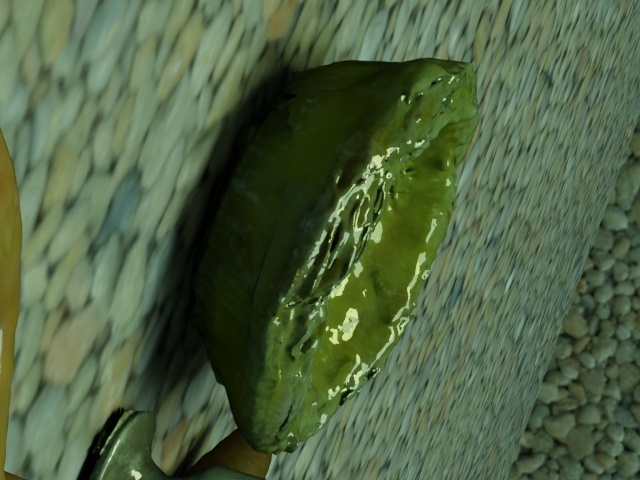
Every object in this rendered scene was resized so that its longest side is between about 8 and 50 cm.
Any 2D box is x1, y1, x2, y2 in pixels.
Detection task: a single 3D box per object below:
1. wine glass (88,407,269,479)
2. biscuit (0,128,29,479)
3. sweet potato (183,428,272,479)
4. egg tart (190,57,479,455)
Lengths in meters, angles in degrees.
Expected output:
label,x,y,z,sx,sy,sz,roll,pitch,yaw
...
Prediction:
label,x,y,z,sx,sy,sz,roll,pitch,yaw
wine glass,-0.019,0.124,0.782,0.072,0.155,0.072,21,90,-78
biscuit,-0.134,0.142,0.357,0.275,0.052,0.355,-16,120,-52
sweet potato,-0.058,0.153,0.885,0.060,0.068,0.206,-57,-173,49
egg tart,0.000,0.000,0.840,0.197,0.078,0.197,-59,165,-28
